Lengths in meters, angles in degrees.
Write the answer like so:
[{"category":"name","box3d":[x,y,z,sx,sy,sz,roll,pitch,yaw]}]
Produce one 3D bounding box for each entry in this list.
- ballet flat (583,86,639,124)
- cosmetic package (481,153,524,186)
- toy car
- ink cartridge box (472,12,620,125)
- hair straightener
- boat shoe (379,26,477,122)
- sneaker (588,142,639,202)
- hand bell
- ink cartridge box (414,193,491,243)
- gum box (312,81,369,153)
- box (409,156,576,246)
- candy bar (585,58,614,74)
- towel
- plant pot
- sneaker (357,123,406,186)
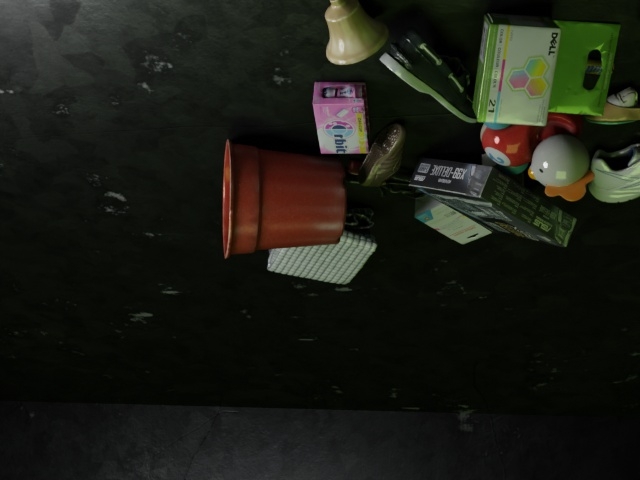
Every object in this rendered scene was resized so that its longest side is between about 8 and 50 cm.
[{"category":"ballet flat","box3d":[0.653,-0.280,1.864,0.232,0.080,0.073,0,122,3]},{"category":"cosmetic package","box3d":[0.421,-0.160,2.116,0.060,0.041,0.115,-15,145,31]},{"category":"toy car","box3d":[0.453,-0.172,1.860,0.210,0.238,0.219,-22,146,9]},{"category":"ink cartridge box","box3d":[0.424,-0.314,1.709,0.255,0.097,0.189,4,115,1]},{"category":"hair straightener","box3d":[0.169,-0.142,2.193,0.230,0.047,0.089,5,151,-10]},{"category":"boat shoe","box3d":[0.242,-0.319,1.798,0.302,0.114,0.091,18,117,-50]},{"category":"sneaker","box3d":[0.740,-0.156,2.021,0.297,0.111,0.129,-7,143,17]},{"category":"hand bell","box3d":[0.022,-0.448,1.639,0.126,0.126,0.242,-10,135,23]},{"category":"ink cartridge box","box3d":[0.332,-0.064,2.277,0.181,0.061,0.104,28,143,-34]},{"category":"gum box","box3d":[0.046,-0.264,1.966,0.107,0.062,0.188,0,150,7]},{"category":"box","box3d":[0.394,-0.088,2.096,0.307,0.076,0.242,25,175,-35]},{"category":"candy bar","box3d":[0.498,-0.346,1.805,0.161,0.018,0.040,8,150,-4]},{"category":"towel","box3d":[0.000,0.000,2.386,0.235,0.121,0.283,13,151,-11]},{"category":"plant pot","box3d":[-0.085,-0.093,2.112,0.265,0.272,0.272,0,151,-9]},{"category":"sneaker","box3d":[0.154,-0.192,2.073,0.071,0.066,0.188,5,143,-30]}]
